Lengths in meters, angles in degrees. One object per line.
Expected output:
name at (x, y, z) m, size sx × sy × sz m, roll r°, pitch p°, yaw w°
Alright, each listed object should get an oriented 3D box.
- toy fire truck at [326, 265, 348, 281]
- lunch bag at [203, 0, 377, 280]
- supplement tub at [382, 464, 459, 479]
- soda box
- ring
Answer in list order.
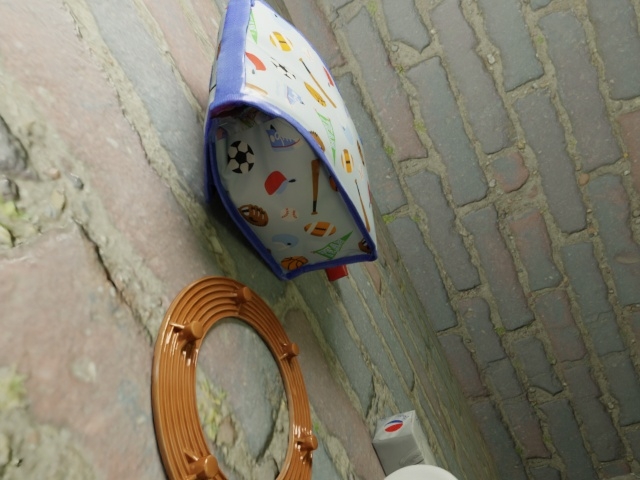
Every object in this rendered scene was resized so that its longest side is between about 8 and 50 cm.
toy fire truck at (0.000, 0.000, 1.025) m, size 0.135 × 0.047 × 0.192 m, roll 18°, pitch 51°, yaw -68°
lunch bag at (-0.065, -0.171, 0.734) m, size 0.385 × 0.238 × 0.328 m, roll 59°, pitch 20°, yaw -49°
supplement tub at (0.216, 0.568, 0.731) m, size 0.316 × 0.193 × 0.193 m, roll 63°, pitch 18°, yaw -16°
soda box at (0.215, 0.530, 0.936) m, size 0.286 × 0.098 × 0.091 m, roll 67°, pitch 17°, yaw -3°
ring at (-0.085, 0.201, 0.555) m, size 0.337 × 0.032 × 0.337 m, roll 56°, pitch 21°, yaw -35°
